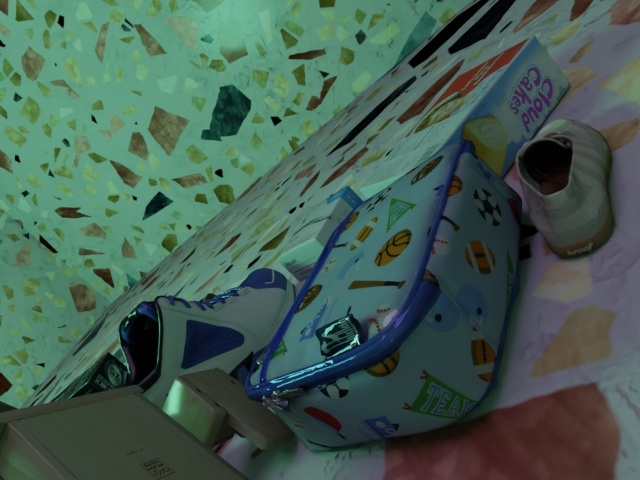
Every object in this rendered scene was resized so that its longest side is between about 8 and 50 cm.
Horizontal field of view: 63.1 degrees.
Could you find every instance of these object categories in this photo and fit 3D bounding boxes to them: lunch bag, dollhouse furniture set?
[{"bbox_3d":[0.057,0.050,0.498,0.243,0.115,0.303,-31,19,45],"label":"lunch bag"},{"bbox_3d":[-0.157,0.304,0.432,0.286,0.198,0.303,11,-76,-63],"label":"dollhouse furniture set"}]

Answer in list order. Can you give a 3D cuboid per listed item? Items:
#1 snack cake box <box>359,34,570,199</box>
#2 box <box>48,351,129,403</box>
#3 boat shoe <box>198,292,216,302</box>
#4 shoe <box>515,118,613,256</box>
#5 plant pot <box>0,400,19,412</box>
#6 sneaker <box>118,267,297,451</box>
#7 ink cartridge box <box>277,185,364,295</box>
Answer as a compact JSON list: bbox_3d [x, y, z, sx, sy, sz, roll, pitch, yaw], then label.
[{"bbox_3d":[0.190,-0.137,0.695,0.264,0.089,0.152,-49,15,-20],"label":"snack cake box"},{"bbox_3d":[-0.337,0.284,0.789,0.180,0.147,0.077,-40,16,14],"label":"box"},{"bbox_3d":[-0.229,0.170,0.969,0.073,0.073,0.207,-42,8,12],"label":"boat shoe"},{"bbox_3d":[0.226,-0.071,0.488,0.077,0.058,0.219,-33,19,33],"label":"shoe"},{"bbox_3d":[-0.625,0.409,0.797,0.323,0.323,0.280,-33,35,34],"label":"plant pot"},{"bbox_3d":[-0.159,0.120,0.714,0.128,0.182,0.315,-29,21,37],"label":"sneaker"},{"bbox_3d":[0.000,0.000,0.855,0.104,0.060,0.180,-28,22,43],"label":"ink cartridge box"}]
